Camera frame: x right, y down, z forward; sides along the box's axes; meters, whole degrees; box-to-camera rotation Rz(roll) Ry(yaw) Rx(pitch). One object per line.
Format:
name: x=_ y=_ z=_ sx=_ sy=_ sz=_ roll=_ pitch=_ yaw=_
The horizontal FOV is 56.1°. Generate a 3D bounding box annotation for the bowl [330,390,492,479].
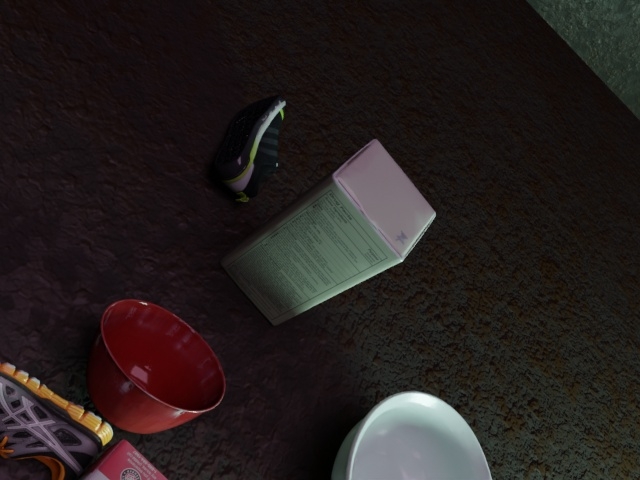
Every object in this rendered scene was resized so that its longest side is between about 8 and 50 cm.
bowl: x=0.119 y=0.389 z=0.918 sx=0.298 sy=0.134 sz=0.297 roll=17 pitch=60 yaw=-32

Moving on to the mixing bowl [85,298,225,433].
mixing bowl: x=-0.221 y=0.170 z=0.750 sx=0.181 sy=0.098 sz=0.181 roll=40 pitch=14 yaw=-12

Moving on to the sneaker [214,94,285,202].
sneaker: x=-0.114 y=-0.160 z=1.054 sx=0.097 sy=0.084 sz=0.234 roll=57 pitch=42 yaw=-36

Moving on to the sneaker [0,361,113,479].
sneaker: x=-0.341 y=0.199 z=0.672 sx=0.215 sy=0.084 sz=0.083 roll=38 pitch=55 yaw=-20

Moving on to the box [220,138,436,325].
box: x=0.000 y=0.000 z=0.888 sx=0.148 sy=0.311 sz=0.121 roll=51 pitch=47 yaw=-7

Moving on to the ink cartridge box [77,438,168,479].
ink cartridge box: x=-0.240 y=0.353 z=0.633 sx=0.158 sy=0.092 sz=0.218 roll=46 pitch=44 yaw=-5
